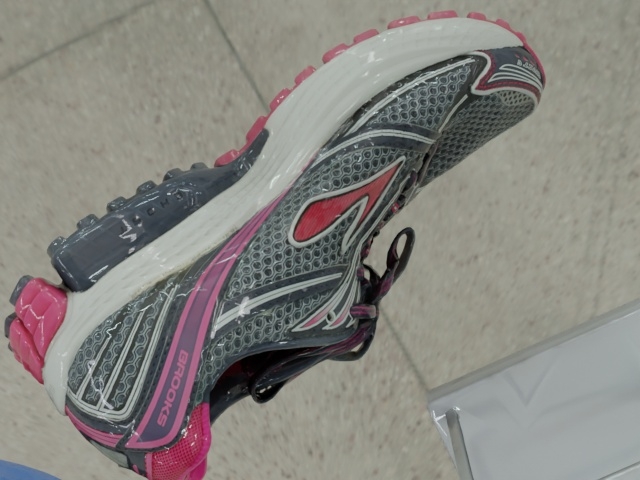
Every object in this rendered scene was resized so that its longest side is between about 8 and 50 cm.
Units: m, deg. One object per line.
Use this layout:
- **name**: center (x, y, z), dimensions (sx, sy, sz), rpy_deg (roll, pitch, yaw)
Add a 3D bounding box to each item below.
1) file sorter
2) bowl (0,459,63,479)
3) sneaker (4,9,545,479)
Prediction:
- **file sorter**: center (0.199, 0.183, 0.651), dimensions (0.192, 0.173, 0.278), rpy_deg (-24, 102, 6)
- **bowl**: center (-0.267, 0.344, 0.917), dimensions (0.391, 0.077, 0.391), rpy_deg (2, 80, -13)
- **sneaker**: center (0.000, 0.000, 0.650), dimensions (0.299, 0.121, 0.112), rpy_deg (-38, 70, -20)
